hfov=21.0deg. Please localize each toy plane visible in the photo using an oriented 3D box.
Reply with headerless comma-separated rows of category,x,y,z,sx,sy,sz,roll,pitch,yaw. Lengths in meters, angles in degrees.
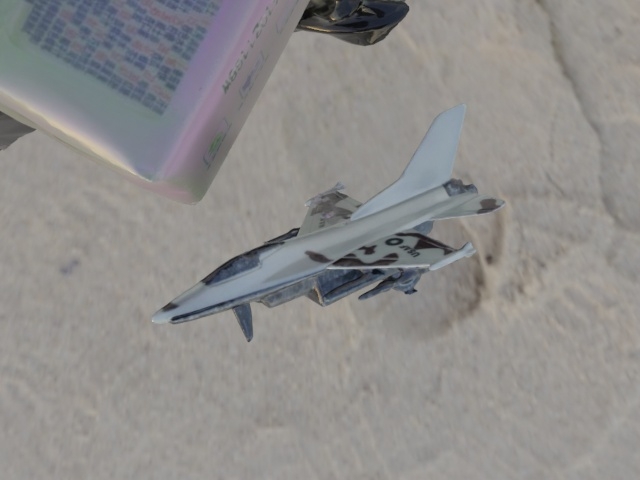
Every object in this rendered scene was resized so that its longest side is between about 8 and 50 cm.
toy plane,0.010,0.010,1.033,0.234,0.160,0.082,-35,119,-16

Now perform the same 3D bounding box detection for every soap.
soap,-0.097,-0.142,0.807,0.182,0.138,0.199,27,85,6

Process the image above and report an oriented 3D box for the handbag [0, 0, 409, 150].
handbag,-0.148,-0.237,1.174,0.416,0.180,0.317,-17,82,27
